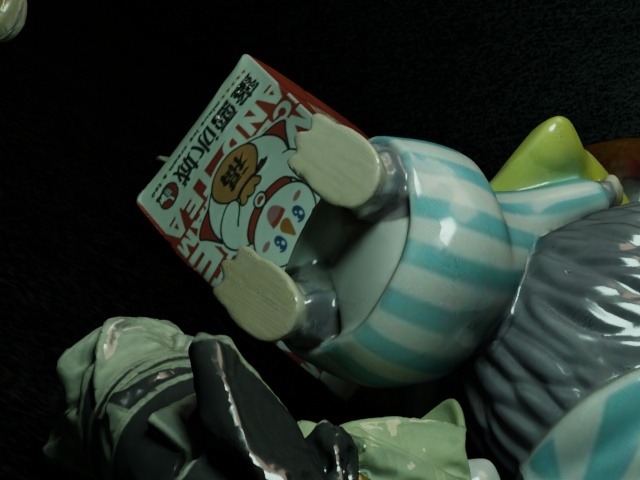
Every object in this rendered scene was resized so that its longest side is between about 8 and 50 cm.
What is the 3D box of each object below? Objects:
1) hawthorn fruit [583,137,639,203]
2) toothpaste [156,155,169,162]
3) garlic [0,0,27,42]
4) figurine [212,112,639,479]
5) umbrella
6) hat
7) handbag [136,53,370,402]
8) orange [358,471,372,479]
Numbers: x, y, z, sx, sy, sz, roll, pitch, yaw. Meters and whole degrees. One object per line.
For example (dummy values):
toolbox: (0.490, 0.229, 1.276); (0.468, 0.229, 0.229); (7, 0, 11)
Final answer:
hawthorn fruit: (0.283, 0.047, 1.709); (0.308, 0.308, 0.325); (26, 1, -39)
toothpaste: (-0.073, -0.037, 1.880); (0.216, 0.037, 0.062); (30, 7, 25)
garlic: (-0.354, -0.252, 1.980); (0.113, 0.094, 0.074); (59, -2, 47)
figurine: (0.185, 0.099, 1.161); (0.361, 0.266, 0.377); (16, 16, -45)
umbrella: (-0.003, 0.133, 0.727); (0.113, 0.106, 0.357); (31, 6, -36)
hat: (0.023, 0.130, 1.023); (0.122, 0.081, 0.166); (-6, 7, 0)
handbag: (0.000, 0.000, 1.436); (0.151, 0.171, 0.298); (31, 10, -39)
orange: (0.010, 0.143, 0.887); (0.086, 0.062, 0.086); (28, 8, -4)
